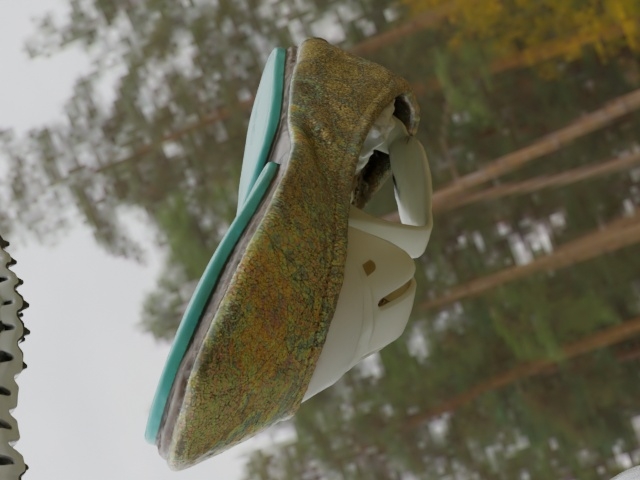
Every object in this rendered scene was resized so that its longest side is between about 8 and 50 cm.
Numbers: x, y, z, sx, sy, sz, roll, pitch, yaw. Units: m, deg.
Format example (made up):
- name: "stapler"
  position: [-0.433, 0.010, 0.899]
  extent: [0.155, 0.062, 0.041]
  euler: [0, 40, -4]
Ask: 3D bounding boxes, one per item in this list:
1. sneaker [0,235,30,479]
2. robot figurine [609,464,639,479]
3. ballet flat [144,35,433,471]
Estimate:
- name: "sneaker"
  position: [-0.234, 0.088, 1.021]
  extent: [0.106, 0.078, 0.234]
  euler: [5, -119, -24]
- name: "robot figurine"
  position: [0.224, 0.254, 0.895]
  extent: [0.300, 0.200, 0.353]
  euler: [48, -127, -50]
- name: "ballet flat"
  position: [0.000, 0.000, 0.875]
  extent: [0.123, 0.123, 0.348]
  euler: [62, -159, -25]
